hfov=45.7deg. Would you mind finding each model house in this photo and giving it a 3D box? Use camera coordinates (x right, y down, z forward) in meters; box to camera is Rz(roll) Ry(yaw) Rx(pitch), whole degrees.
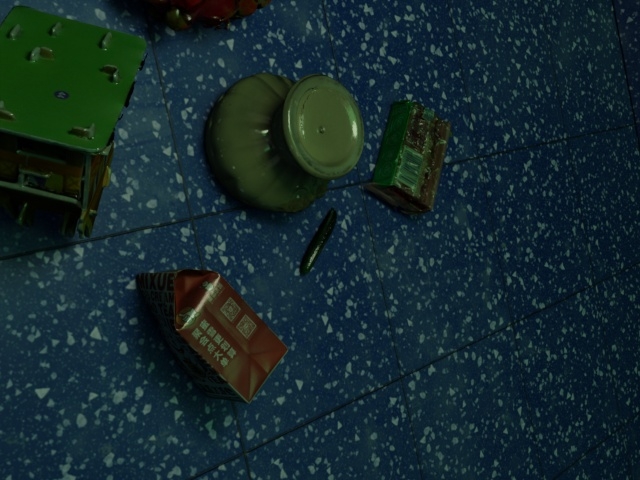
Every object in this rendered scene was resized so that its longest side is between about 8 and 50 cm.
[{"bbox_3d":[-0.451,-0.172,1.269,0.242,0.313,0.358,14,43,-13],"label":"model house"}]

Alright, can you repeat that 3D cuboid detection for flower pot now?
[{"bbox_3d":[-0.062,-0.211,1.591,0.307,0.244,0.308,5,82,-40],"label":"flower pot"}]

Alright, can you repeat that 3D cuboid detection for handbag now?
[{"bbox_3d":[-0.227,0.168,1.455,0.298,0.171,0.151,49,60,-21],"label":"handbag"}]

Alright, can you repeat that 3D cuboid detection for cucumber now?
[{"bbox_3d":[0.000,0.000,1.755,0.033,0.036,0.184,41,61,-21],"label":"cucumber"}]

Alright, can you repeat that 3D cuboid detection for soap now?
[{"bbox_3d":[0.231,-0.214,1.941,0.217,0.098,0.273,29,66,-35],"label":"soap"}]

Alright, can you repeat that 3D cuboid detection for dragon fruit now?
[{"bbox_3d":[-0.233,-0.519,1.499,0.307,0.243,0.228,19,112,-19],"label":"dragon fruit"}]
